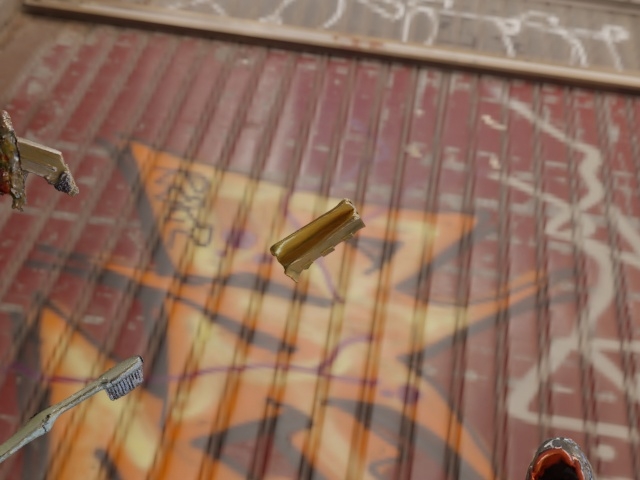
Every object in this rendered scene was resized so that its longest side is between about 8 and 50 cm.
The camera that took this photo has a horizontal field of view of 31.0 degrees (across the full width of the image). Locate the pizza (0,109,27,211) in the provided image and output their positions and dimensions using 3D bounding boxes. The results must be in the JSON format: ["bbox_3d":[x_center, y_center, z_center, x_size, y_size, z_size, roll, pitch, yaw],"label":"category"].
[{"bbox_3d":[-0.301,-0.088,1.096,0.099,0.029,0.100,121,-46,-68],"label":"pizza"}]

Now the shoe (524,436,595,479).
[{"bbox_3d":[0.419,0.423,2.058,0.336,0.132,0.171,-77,153,-63],"label":"shoe"}]

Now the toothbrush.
[{"bbox_3d":[-0.276,0.186,1.050,0.294,0.026,0.028,-31,110,-34],"label":"toothbrush"}]

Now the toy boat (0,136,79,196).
[{"bbox_3d":[-0.403,-0.096,1.466,0.057,0.200,0.077,-141,-110,-75],"label":"toy boat"}]

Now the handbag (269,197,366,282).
[{"bbox_3d":[0.000,0.000,1.010,0.027,0.083,0.061,56,1,15],"label":"handbag"}]
